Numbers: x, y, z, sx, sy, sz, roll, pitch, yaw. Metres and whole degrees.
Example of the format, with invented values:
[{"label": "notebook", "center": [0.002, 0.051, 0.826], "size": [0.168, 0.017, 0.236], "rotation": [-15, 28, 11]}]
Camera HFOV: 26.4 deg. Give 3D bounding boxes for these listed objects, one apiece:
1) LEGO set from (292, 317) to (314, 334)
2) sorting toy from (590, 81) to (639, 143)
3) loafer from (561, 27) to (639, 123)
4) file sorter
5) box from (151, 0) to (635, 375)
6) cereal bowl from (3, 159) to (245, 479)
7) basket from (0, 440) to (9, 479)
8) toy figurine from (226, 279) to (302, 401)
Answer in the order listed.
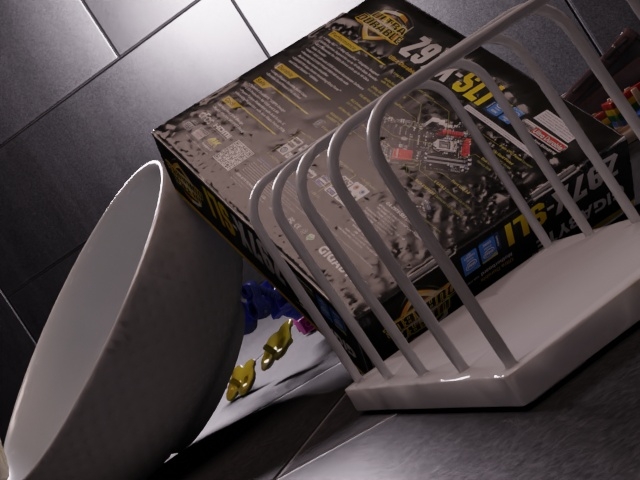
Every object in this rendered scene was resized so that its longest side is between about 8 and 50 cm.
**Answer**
[{"label": "LEGO set", "center": [0.032, 0.026, 1.690], "size": [0.227, 0.087, 0.093], "rotation": [-33, 2, -24]}, {"label": "sorting toy", "center": [0.325, -0.131, 1.515], "size": [0.132, 0.046, 0.274], "rotation": [-33, 2, 3]}, {"label": "loafer", "center": [0.302, -0.157, 1.701], "size": [0.303, 0.095, 0.109], "rotation": [-33, -3, -14]}, {"label": "file sorter", "center": [0.093, -0.021, 0.817], "size": [0.193, 0.173, 0.278], "rotation": [-34, 3, -17]}, {"label": "box", "center": [0.048, -0.061, 1.103], "size": [0.257, 0.079, 0.322], "rotation": [-33, 44, -16]}, {"label": "cereal bowl", "center": [-0.169, 0.103, 1.292], "size": [0.339, 0.141, 0.339], "rotation": [-54, 20, 30]}, {"label": "basket", "center": [-0.508, 0.155, 1.263], "size": [0.328, 0.331, 0.266], "rotation": [-19, -10, -34]}, {"label": "toy figurine", "center": [0.000, 0.000, 1.411], "size": [0.217, 0.191, 0.362], "rotation": [-21, -17, -35]}]
